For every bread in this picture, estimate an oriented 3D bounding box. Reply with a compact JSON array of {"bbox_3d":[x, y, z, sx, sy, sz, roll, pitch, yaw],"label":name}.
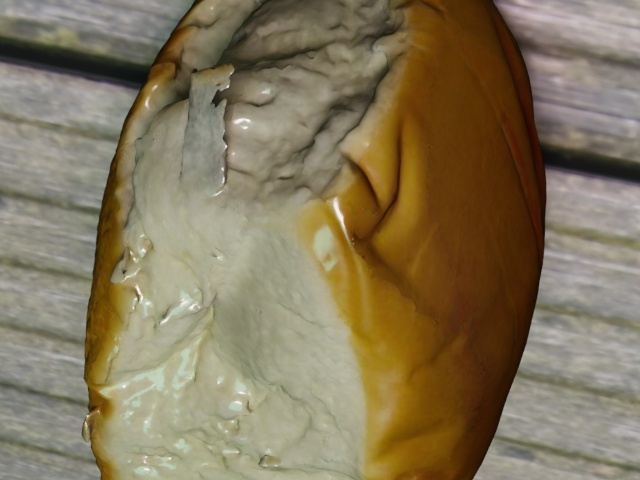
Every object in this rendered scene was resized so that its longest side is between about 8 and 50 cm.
[{"bbox_3d":[0.000,0.000,0.863,0.225,0.250,0.279,7,130,19],"label":"bread"}]
